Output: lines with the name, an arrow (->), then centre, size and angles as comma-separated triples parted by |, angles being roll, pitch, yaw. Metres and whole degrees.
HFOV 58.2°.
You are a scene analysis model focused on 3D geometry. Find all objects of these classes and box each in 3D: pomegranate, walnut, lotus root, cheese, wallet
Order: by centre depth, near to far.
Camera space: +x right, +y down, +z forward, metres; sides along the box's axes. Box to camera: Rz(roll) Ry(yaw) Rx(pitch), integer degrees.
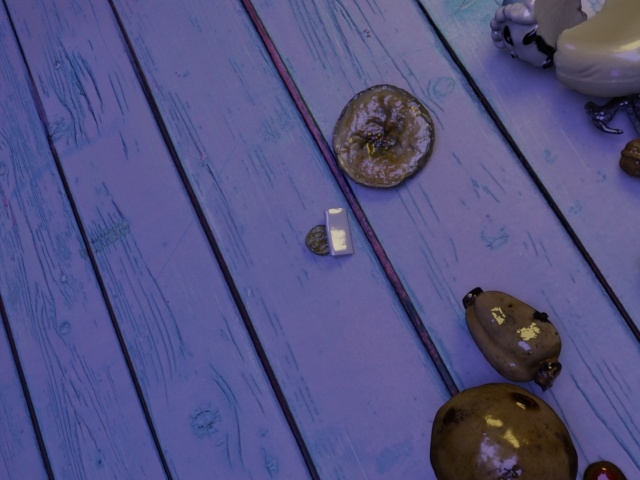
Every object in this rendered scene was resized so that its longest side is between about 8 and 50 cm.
pomegranate -> 0.355, 0.414, 1.126 | 0.281, 0.281, 0.281 | -4, 81, 22
cheese -> 0.624, -0.411, 1.183 | 0.266, 0.127, 0.233 | -38, 43, -7
walnut -> 0.669, -0.167, 1.189 | 0.096, 0.082, 0.079 | 34, 117, 37
lotus root -> 0.409, 0.201, 1.210 | 0.154, 0.140, 0.257 | -53, 56, 22
wallet -> 0.045, -0.021, 1.450 | 0.061, 0.025, 0.122 | -7, 76, -6

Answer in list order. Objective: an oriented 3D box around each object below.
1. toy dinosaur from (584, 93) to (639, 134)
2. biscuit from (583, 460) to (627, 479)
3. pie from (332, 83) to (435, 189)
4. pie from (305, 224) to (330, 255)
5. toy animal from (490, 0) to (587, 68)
toy dinosaur -> 0.710, -0.278, 1.186 | 0.294, 0.077, 0.162 | 15, 83, 38
biscuit -> 0.559, 0.587, 1.127 | 0.432, 0.064, 0.283 | -14, 77, 21
pie -> 0.154, -0.259, 1.431 | 0.274, 0.055, 0.274 | -4, 80, 23
pie -> 0.002, -0.001, 1.473 | 0.084, 0.021, 0.084 | -5, 73, 16
toy animal -> 0.470, -0.494, 1.267 | 0.156, 0.208, 0.204 | 30, 94, 50
